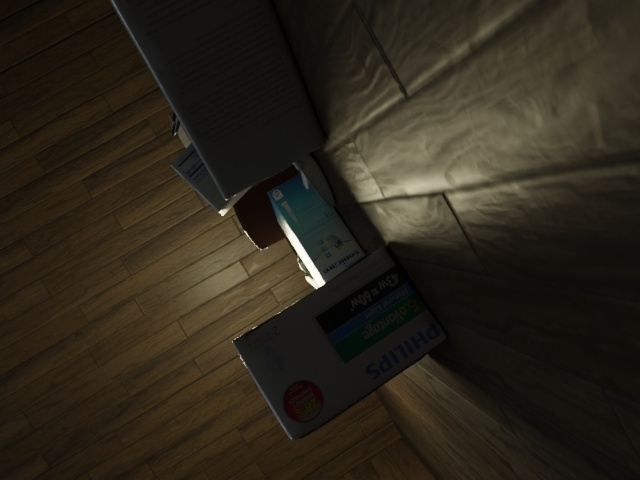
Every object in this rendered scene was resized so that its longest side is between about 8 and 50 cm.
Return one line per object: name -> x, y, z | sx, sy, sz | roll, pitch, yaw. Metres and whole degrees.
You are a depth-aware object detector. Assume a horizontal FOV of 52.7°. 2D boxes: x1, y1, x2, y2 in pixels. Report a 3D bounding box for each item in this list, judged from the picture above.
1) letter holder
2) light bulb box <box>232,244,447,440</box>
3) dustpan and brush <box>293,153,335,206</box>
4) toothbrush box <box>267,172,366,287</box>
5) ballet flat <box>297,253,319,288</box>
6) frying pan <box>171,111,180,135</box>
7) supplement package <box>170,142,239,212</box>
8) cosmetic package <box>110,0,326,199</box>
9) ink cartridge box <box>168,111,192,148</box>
letter holder -> -0.172, -0.137, 1.978 | 0.152, 0.214, 0.302 | 55, 173, 34
light bulb box -> 0.041, 0.232, 1.370 | 0.225, 0.358, 0.361 | 56, 172, 15
dustpan and brush -> -0.036, -0.164, 1.477 | 0.147, 0.060, 0.211 | 56, 173, 26
toothbrush box -> 0.000, 0.000, 1.665 | 0.296, 0.126, 0.216 | 58, 173, 21
ballet flat -> -0.001, 0.063, 1.958 | 0.139, 0.139, 0.400 | 63, 173, -28
frying pan -> -0.361, -0.437, 1.821 | 0.197, 0.053, 0.326 | 28, 126, 42
supplement package -> -0.182, -0.199, 1.440 | 0.145, 0.262, 0.204 | 45, 175, -4
cosmetic package -> -0.181, -0.320, 1.133 | 0.161, 0.230, 0.453 | 53, 171, 47
ink cartridge box -> -0.371, -0.402, 2.200 | 0.100, 0.237, 0.172 | 51, 170, 52
